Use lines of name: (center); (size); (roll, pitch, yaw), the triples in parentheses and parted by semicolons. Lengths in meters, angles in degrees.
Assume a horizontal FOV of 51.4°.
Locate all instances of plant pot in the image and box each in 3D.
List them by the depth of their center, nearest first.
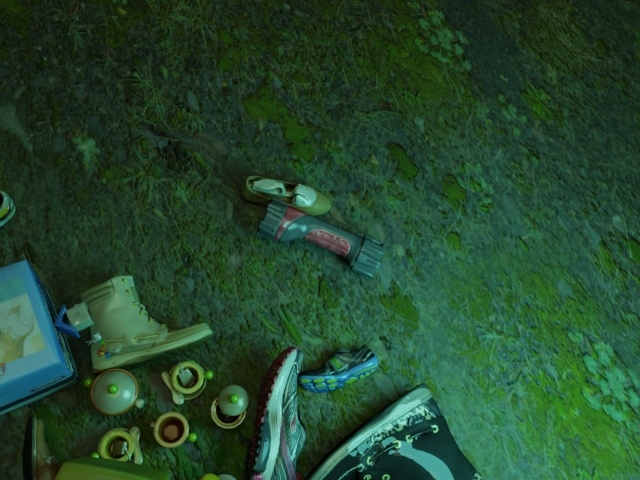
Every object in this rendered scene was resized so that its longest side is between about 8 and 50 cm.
plant pot: (-0.410, 0.506, 1.226); (0.187, 0.212, 0.212); (25, 74, -3)

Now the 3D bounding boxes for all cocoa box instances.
cocoa box: (-0.691, 0.227, 1.303); (0.346, 0.228, 0.232); (-21, 73, -18)

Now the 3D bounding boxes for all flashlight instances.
flashlight: (0.000, 0.000, 1.602); (0.303, 0.103, 0.103); (25, 26, -3)

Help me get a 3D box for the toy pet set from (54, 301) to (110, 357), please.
toy pet set: (-0.487, 0.182, 1.344); (0.065, 0.114, 0.122); (-26, 67, -17)

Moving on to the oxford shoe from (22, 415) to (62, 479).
oxford shoe: (-0.551, 0.456, 1.331); (0.076, 0.076, 0.213); (-1, 70, -36)

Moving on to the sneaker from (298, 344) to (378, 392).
sneaker: (0.037, 0.289, 1.511); (0.188, 0.067, 0.078); (-17, 50, -15)

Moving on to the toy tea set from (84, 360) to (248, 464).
toy tea set: (-0.320, 0.341, 1.380); (0.335, 0.124, 0.200); (-13, 70, -15)

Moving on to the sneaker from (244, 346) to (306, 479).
sneaker: (-0.080, 0.377, 1.422); (0.111, 0.121, 0.300); (15, 72, -14)

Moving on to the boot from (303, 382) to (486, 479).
boot: (0.161, 0.514, 1.397); (0.377, 0.138, 0.284); (-31, 76, -26)

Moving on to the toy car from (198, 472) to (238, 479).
toy car: (-0.218, 0.562, 1.311); (0.136, 0.159, 0.182); (-33, 74, 15)

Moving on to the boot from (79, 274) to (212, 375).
boot: (-0.383, 0.166, 1.458); (0.261, 0.095, 0.204); (-16, 71, -6)

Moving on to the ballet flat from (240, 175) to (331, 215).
ballet flat: (-0.083, -0.112, 1.643); (0.232, 0.073, 0.080); (8, 65, -7)

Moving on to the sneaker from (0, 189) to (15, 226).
sneaker: (-0.758, -0.033, 1.479); (0.069, 0.084, 0.186); (25, 65, 0)
